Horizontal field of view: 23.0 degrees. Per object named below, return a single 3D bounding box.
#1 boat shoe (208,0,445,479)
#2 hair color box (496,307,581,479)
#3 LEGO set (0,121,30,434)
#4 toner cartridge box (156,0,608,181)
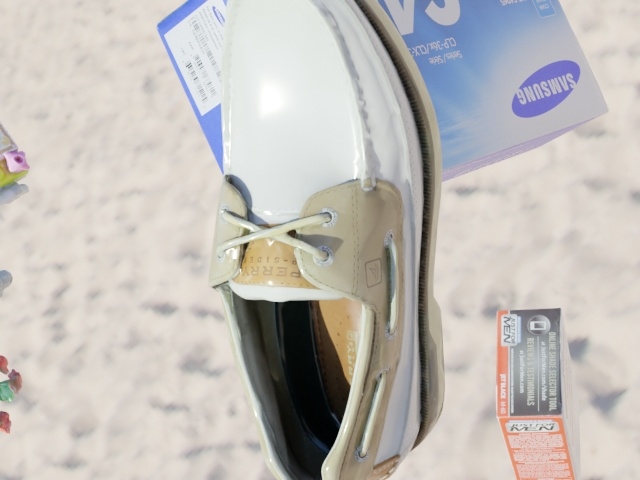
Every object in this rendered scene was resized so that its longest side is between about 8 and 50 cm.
[{"bbox_3d":[0.000,0.000,0.834,0.113,0.302,0.103,0,25,32],"label":"boat shoe"},{"bbox_3d":[0.173,0.132,1.239,0.053,0.167,0.093,-3,59,12],"label":"hair color box"},{"bbox_3d":[-0.202,0.014,0.820,0.107,0.287,0.132,-31,13,-34],"label":"LEGO set"},{"bbox_3d":[0.058,-0.120,1.118,0.075,0.165,0.347,-27,-4,43],"label":"toner cartridge box"}]
